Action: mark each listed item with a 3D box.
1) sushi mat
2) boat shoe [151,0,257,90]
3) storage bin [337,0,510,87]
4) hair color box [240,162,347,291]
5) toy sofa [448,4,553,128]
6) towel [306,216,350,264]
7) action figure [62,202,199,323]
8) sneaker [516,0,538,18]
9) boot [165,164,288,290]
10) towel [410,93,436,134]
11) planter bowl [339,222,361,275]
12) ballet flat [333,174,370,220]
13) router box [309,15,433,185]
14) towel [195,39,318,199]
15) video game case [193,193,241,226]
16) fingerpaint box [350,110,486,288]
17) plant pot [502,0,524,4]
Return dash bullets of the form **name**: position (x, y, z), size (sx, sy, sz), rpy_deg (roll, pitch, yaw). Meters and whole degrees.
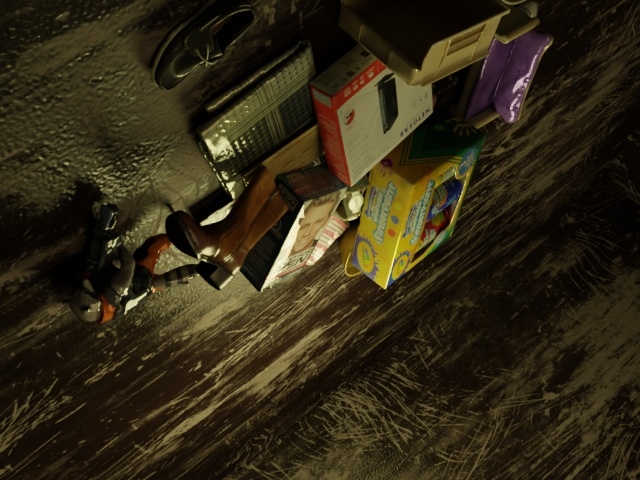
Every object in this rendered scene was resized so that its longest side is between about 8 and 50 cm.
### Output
- **sushi mat**: position (-0.060, -0.211, 1.703), size (0.316, 0.019, 0.151), rpy_deg (-38, 157, -17)
- **boat shoe**: position (-0.217, -0.361, 1.264), size (0.233, 0.079, 0.084), rpy_deg (-44, 157, 2)
- **storage bin**: position (0.215, -0.487, 1.499), size (0.260, 0.262, 0.123), rpy_deg (-30, 154, -28)
- **hair color box**: position (-0.080, -0.030, 1.837), size (0.174, 0.105, 0.347), rpy_deg (-23, 150, -44)
- **toy sofa**: position (0.532, -0.497, 2.054), size (0.150, 0.177, 0.362), rpy_deg (-31, 153, -26)
- **towel**: position (0.000, 0.000, 2.191), size (0.197, 0.029, 0.144), rpy_deg (-49, 154, 9)
- **action figure**: position (-0.410, 0.063, 1.517), size (0.330, 0.178, 0.341), rpy_deg (-35, 159, -41)
- **sneaker**: position (0.602, -0.617, 2.089), size (0.095, 0.090, 0.235), rpy_deg (-45, 162, -32)
- **boot**: position (-0.197, -0.059, 1.551), size (0.280, 0.096, 0.264), rpy_deg (-52, 137, -19)
- **towel**: position (0.183, -0.302, 1.953), size (0.329, 0.037, 0.237), rpy_deg (-21, 150, -46)
- **planter bowl**: position (0.127, 0.008, 2.311), size (0.217, 0.090, 0.217), rpy_deg (-39, 152, -25)
- **ballet flat**: position (0.076, -0.119, 1.940), size (0.123, 0.123, 0.348), rpy_deg (-38, 168, -13)
- **router box**: position (0.139, -0.349, 1.690), size (0.335, 0.082, 0.301), rpy_deg (-43, 146, -20)
- **towel**: position (-0.133, -0.269, 1.577), size (0.324, 0.056, 0.312), rpy_deg (-41, 158, -12)
- **video game case**: position (-0.199, -0.051, 1.812), size (0.248, 0.035, 0.275), rpy_deg (-36, 153, -17)
- **fingerpaint box**: position (0.300, -0.120, 2.136), size (0.371, 0.163, 0.445), rpy_deg (-33, 148, -35)
- **plant pot**: position (0.358, -0.673, 1.410), size (0.256, 0.274, 0.256), rpy_deg (-34, 153, -20)
